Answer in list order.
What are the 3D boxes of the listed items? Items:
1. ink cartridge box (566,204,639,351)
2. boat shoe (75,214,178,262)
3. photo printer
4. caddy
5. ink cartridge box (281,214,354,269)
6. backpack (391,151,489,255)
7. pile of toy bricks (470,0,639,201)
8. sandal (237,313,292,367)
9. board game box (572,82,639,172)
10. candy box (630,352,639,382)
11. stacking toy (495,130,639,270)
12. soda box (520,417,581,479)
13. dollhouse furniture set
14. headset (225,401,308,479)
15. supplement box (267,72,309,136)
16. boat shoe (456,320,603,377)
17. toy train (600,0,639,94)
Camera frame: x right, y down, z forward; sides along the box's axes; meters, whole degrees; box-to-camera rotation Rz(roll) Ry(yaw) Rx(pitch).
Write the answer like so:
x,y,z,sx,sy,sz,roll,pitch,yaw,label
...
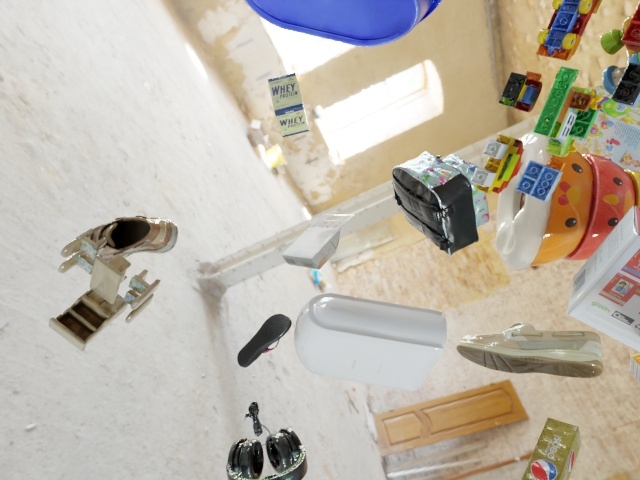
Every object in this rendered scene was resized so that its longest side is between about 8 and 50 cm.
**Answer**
x,y,z,sx,sy,sz,roll,pitch,yaw,label
0.654,0.083,0.778,0.309,0.271,0.130,30,39,14,ink cartridge box
-0.554,-0.014,1.240,0.116,0.325,0.123,31,50,-68,boat shoe
0.094,0.227,0.999,0.256,0.308,0.107,98,3,-51,photo printer
0.036,-0.439,0.678,0.179,0.341,0.241,-68,172,-52,caddy
0.000,0.000,1.205,0.145,0.179,0.045,4,-48,53,ink cartridge box
0.302,-0.112,1.176,0.253,0.191,0.225,42,-21,54,backpack
0.253,-0.134,0.458,0.105,0.212,0.118,-6,32,-47,pile of toy bricks
-0.131,0.241,1.091,0.040,0.179,0.067,32,21,-39,sandal
0.875,-0.315,1.273,0.275,0.142,0.144,47,-14,34,board game box
1.150,0.470,1.401,0.316,0.183,0.087,-93,166,-62,candy box
0.704,-0.080,1.106,0.350,0.480,0.350,5,90,-81,stacking toy
0.447,0.439,0.879,0.181,0.061,0.058,-40,121,-36,soda box
-0.552,0.138,1.110,0.212,0.242,0.161,38,43,-1,dollhouse furniture set
-0.182,0.660,1.445,0.394,0.244,0.185,174,-93,-77,headset
-0.062,-0.263,0.881,0.083,0.056,0.083,72,5,-70,supplement box
0.471,0.243,1.041,0.109,0.302,0.098,54,45,-43,boat shoe
0.608,-0.417,0.868,0.143,0.105,0.247,156,-72,-68,toy train
